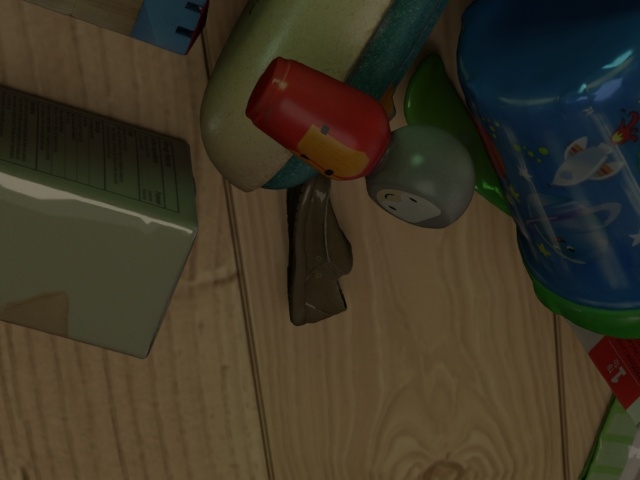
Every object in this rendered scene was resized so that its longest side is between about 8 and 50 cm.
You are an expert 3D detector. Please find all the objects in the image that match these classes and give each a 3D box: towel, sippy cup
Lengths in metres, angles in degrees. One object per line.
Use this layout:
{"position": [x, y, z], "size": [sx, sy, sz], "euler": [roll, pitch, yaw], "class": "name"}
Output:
{"position": [0.307, 0.179, 1.672], "size": [0.152, 0.023, 0.113], "euler": [10, 115, -13], "class": "towel"}
{"position": [0.210, -0.087, 1.375], "size": [0.305, 0.240, 0.224], "euler": [-23, 133, 16], "class": "sippy cup"}

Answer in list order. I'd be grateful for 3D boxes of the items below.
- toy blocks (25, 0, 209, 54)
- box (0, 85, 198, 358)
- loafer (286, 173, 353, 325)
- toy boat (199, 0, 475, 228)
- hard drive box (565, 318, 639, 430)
{"position": [-0.108, -0.281, 1.288], "size": [0.261, 0.190, 0.381], "euler": [16, 99, -41], "class": "toy blocks"}
{"position": [-0.253, -0.035, 1.417], "size": [0.311, 0.148, 0.121], "euler": [17, 115, -14], "class": "box"}
{"position": [0.000, 0.000, 1.522], "size": [0.050, 0.056, 0.148], "euler": [-2, 128, -7], "class": "loafer"}
{"position": [0.024, -0.110, 1.313], "size": [0.148, 0.318, 0.267], "euler": [29, 112, -14], "class": "toy boat"}
{"position": [0.308, 0.023, 1.493], "size": [0.089, 0.181, 0.232], "euler": [29, 111, -38], "class": "hard drive box"}
